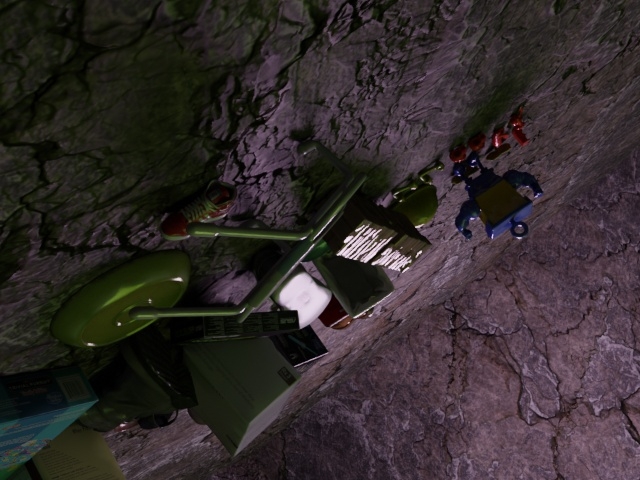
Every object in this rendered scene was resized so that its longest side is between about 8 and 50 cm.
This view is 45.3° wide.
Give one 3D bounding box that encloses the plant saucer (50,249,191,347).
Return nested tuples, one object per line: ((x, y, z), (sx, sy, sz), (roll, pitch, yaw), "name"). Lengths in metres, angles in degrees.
((-0.301, 0.101, 1.202), (0.241, 0.037, 0.241), (-32, 163, -11), "plant saucer")

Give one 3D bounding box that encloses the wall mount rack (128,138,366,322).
((-0.095, 0.008, 1.077), (0.350, 0.130, 0.304), (-49, 179, 41), "wall mount rack")

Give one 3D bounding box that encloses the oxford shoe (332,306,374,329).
((0.064, 0.198, 2.148), (0.076, 0.076, 0.212), (11, 155, -25), "oxford shoe")

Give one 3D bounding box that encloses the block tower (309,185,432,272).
((0.102, -0.015, 1.487), (0.091, 0.097, 0.335), (-44, 153, 15), "block tower")

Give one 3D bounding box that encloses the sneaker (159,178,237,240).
((-0.164, -0.044, 1.045), (0.118, 0.042, 0.067), (-32, 169, -39), "sneaker")

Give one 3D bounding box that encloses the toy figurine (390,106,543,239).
((0.348, -0.084, 1.630), (0.362, 0.217, 0.191), (-33, 164, -7), "toy figurine")

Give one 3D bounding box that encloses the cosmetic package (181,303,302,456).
((-0.190, 0.321, 1.701), (0.156, 0.217, 0.385), (-39, 166, -24), "cosmetic package")

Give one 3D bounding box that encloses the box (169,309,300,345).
((-0.163, 0.164, 1.438), (0.191, 0.045, 0.184), (0, 171, -31), "box")

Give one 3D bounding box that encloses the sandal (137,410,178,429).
((-0.367, 0.394, 1.772), (0.097, 0.054, 0.254), (-26, 162, -27), "sandal")

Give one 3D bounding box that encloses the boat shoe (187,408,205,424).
((-0.199, 0.404, 2.100), (0.355, 0.132, 0.130), (-25, 161, -25), "boat shoe")

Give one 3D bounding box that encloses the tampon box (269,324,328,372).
((-0.085, 0.291, 2.018), (0.101, 0.120, 0.161), (-45, 161, 30), "tampon box")

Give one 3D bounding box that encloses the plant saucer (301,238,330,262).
((0.000, 0.000, 1.527), (0.119, 0.021, 0.119), (-32, 162, -12), "plant saucer")

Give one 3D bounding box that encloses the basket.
((0.066, 0.074, 1.622), (0.113, 0.167, 0.103), (-33, 168, -6), "basket")

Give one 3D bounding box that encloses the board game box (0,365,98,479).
((-0.577, 0.345, 1.276), (0.336, 0.079, 0.254), (-40, 163, 18), "board game box")

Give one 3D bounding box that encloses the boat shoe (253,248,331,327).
((-0.062, 0.092, 1.523), (0.108, 0.102, 0.301), (-44, 158, -2), "boat shoe")

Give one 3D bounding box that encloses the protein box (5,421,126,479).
((-0.519, 0.459, 1.496), (0.136, 0.201, 0.200), (-40, 163, 18), "protein box")

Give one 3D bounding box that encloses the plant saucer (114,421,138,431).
((-0.421, 0.398, 1.829), (0.168, 0.029, 0.168), (-32, 165, -10), "plant saucer")

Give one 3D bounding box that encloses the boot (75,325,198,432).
((-0.374, 0.282, 1.443), (0.223, 0.118, 0.338), (-18, 148, -3), "boot")

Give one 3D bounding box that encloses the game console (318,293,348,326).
((0.052, 0.178, 2.040), (0.144, 0.124, 0.085), (-31, 137, -13), "game console")
